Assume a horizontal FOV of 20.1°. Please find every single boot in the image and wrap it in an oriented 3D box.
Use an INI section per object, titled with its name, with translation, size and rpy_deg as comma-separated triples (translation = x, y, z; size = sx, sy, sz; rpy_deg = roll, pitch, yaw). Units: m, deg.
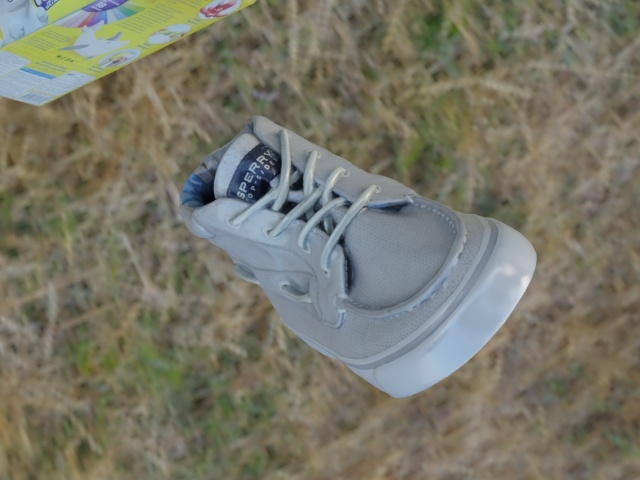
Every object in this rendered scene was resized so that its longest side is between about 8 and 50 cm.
[boot]
translation = 0.000, 0.000, 0.870
size = 0.123, 0.258, 0.095
rpy_deg = 39, 77, -14

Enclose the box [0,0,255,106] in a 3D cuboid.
[box]
translation = -0.119, -0.134, 1.015
size = 0.179, 0.043, 0.105
rpy_deg = -21, 167, 20
